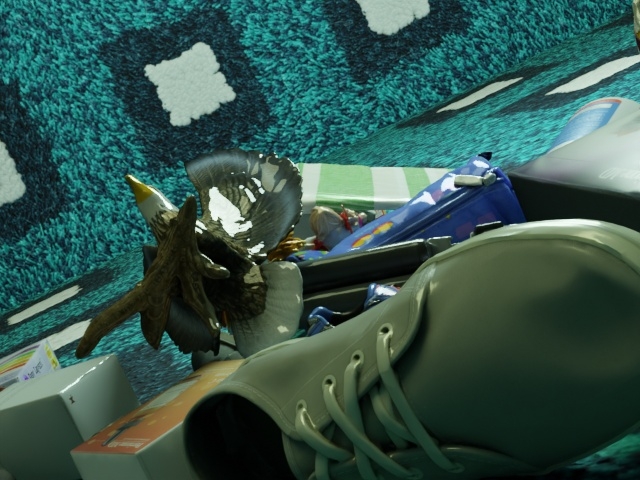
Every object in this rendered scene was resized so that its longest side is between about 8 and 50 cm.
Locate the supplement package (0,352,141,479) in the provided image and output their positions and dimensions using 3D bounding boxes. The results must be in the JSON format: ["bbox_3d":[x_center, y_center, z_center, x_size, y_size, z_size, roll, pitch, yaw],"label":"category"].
[{"bbox_3d":[-0.304,0.212,1.292,0.179,0.105,0.105,-19,10,33],"label":"supplement package"}]

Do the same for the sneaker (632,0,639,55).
[{"bbox_3d":[0.286,-0.159,0.828,0.069,0.084,0.185,-27,7,-15],"label":"sneaker"}]

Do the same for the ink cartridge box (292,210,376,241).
[{"bbox_3d":[0.010,-0.014,1.678,0.127,0.072,0.175,19,14,2],"label":"ink cartridge box"}]

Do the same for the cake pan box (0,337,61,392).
[{"bbox_3d":[-0.552,0.261,1.768,0.267,0.070,0.246,-25,7,2],"label":"cake pan box"}]

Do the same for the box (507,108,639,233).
[{"bbox_3d":[0.331,-0.026,0.806,0.294,0.183,0.296,-26,9,-4],"label":"box"}]

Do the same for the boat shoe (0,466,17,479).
[{"bbox_3d":[-0.457,0.314,1.229,0.335,0.095,0.112,-23,45,28],"label":"boat shoe"}]

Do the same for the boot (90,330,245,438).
[{"bbox_3d":[-0.161,0.183,1.251,0.208,0.076,0.189,-37,12,-28],"label":"boot"}]

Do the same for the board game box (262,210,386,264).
[{"bbox_3d":[0.000,0.000,1.885,0.193,0.045,0.147,-29,10,-25],"label":"board game box"}]

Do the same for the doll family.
[{"bbox_3d":[-0.053,0.052,1.407,0.263,0.163,0.118,-20,53,7],"label":"doll family"}]

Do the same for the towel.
[{"bbox_3d":[0.112,-0.068,1.621,0.324,0.038,0.248,2,14,1],"label":"towel"}]

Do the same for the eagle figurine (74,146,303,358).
[{"bbox_3d":[-0.125,0.010,1.204,0.226,0.225,0.298,-11,1,8],"label":"eagle figurine"}]

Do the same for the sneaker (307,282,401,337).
[{"bbox_3d":[0.081,0.079,1.125,0.221,0.087,0.083,-22,10,14],"label":"sneaker"}]

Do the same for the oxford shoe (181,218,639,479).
[{"bbox_3d":[0.056,0.113,0.780,0.449,0.169,0.130,-25,3,45],"label":"oxford shoe"}]

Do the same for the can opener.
[{"bbox_3d":[0.099,0.046,1.221,0.283,0.076,0.095,-11,-23,0],"label":"can opener"}]

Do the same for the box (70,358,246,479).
[{"bbox_3d":[-0.111,0.184,1.015,0.170,0.091,0.130,-31,12,-37],"label":"box"}]

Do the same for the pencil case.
[{"bbox_3d":[0.104,0.009,1.328,0.306,0.119,0.133,-28,-32,-16],"label":"pencil case"}]

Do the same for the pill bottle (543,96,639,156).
[{"bbox_3d":[0.301,-0.066,1.243,0.124,0.124,0.221,-18,15,34],"label":"pill bottle"}]
